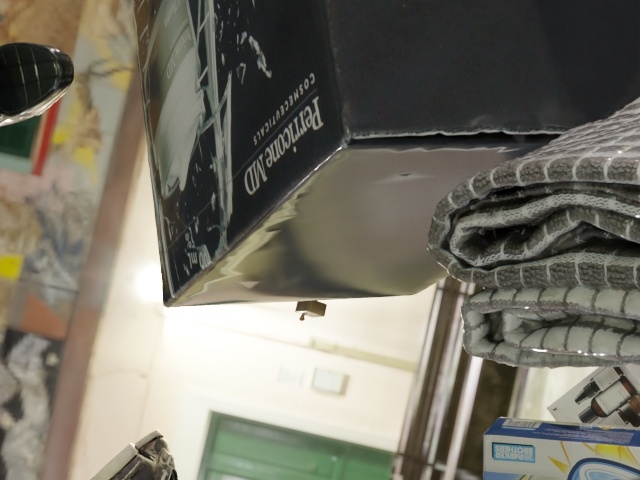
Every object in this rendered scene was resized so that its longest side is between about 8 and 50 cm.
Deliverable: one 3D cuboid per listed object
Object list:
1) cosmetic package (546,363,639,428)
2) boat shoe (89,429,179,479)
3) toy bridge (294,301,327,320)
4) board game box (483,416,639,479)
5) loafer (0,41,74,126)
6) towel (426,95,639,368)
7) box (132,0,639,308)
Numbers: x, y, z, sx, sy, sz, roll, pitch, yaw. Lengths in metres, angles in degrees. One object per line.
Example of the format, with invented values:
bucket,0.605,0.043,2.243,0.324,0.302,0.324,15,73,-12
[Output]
cosmetic package,0.339,0.237,1.219,0.099,0.239,0.060,-44,-26,21
boat shoe,-0.174,0.235,1.187,0.075,0.065,0.206,-43,-5,-3
toy bridge,0.000,0.000,1.365,0.063,0.026,0.188,-11,63,62
board game box,0.172,0.154,0.530,0.035,0.201,0.136,-18,-73,-67
loafer,-0.255,-0.133,1.037,0.061,0.170,0.062,-9,-88,-44
towel,0.227,-0.029,0.605,0.235,0.283,0.121,-24,-80,-39
box,0.028,-0.225,1.073,0.480,0.297,0.472,141,122,-63
